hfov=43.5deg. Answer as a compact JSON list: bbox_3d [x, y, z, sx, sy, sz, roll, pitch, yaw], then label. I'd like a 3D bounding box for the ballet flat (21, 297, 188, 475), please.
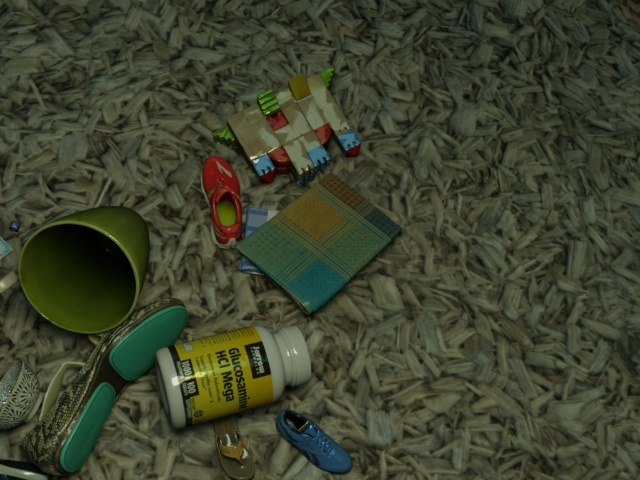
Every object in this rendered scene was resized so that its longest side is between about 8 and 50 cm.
[{"bbox_3d":[-0.509,0.301,1.841,0.182,0.164,0.482,18,59,27],"label":"ballet flat"}]

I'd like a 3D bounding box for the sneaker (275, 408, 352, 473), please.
[{"bbox_3d":[-0.015,0.465,1.860,0.209,0.082,0.069,35,60,9],"label":"sneaker"}]

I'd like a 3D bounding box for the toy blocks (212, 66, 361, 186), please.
[{"bbox_3d":[-0.070,-0.276,2.215,0.382,0.190,0.260,-28,77,-10],"label":"toy blocks"}]

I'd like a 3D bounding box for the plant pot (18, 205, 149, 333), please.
[{"bbox_3d":[-0.515,0.030,1.898,0.275,0.274,0.293,17,24,0],"label":"plant pot"}]

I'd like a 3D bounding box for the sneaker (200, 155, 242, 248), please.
[{"bbox_3d":[-0.249,-0.117,2.118,0.107,0.118,0.278,-9,63,-14],"label":"sneaker"}]

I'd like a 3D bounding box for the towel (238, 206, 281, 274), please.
[{"bbox_3d":[-0.065,0.012,2.127,0.285,0.034,0.209,8,60,-5],"label":"towel"}]

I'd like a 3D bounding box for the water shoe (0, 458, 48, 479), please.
[{"bbox_3d":[-0.694,0.519,1.738,0.203,0.073,0.080,10,87,-4],"label":"water shoe"}]

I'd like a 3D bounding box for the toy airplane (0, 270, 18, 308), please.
[{"bbox_3d":[-0.884,0.208,1.749,0.386,0.272,0.384,-1,44,27],"label":"toy airplane"}]

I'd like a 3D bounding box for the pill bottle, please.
[{"bbox_3d":[-0.200,0.302,1.853,0.334,0.188,0.187,-13,64,-18],"label":"pill bottle"}]

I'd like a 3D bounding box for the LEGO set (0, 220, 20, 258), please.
[{"bbox_3d":[-0.878,0.006,2.004,0.182,0.060,0.244,45,65,1],"label":"LEGO set"}]

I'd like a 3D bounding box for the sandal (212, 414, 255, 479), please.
[{"bbox_3d":[-0.204,0.466,1.845,0.072,0.049,0.180,-14,65,-16],"label":"sandal"}]

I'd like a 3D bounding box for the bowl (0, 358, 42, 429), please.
[{"bbox_3d":[-0.673,0.357,1.787,0.080,0.170,0.170,34,57,-24],"label":"bowl"}]

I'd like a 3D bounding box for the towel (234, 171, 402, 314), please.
[{"bbox_3d":[0.000,0.000,2.103,0.271,0.040,0.370,41,60,16],"label":"towel"}]
